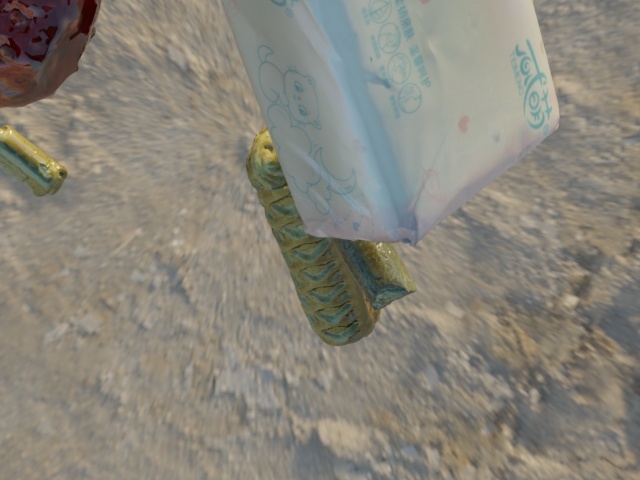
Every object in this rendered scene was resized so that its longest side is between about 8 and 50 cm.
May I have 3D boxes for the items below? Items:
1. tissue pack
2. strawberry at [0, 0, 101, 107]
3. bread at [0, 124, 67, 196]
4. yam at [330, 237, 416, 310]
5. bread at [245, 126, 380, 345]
[{"bbox_3d":[0.043,-0.158,1.046,0.201,0.124,0.271,-36,121,-30],"label":"tissue pack"},{"bbox_3d":[-0.254,-0.222,0.929,0.261,0.257,0.261,-10,137,-10],"label":"strawberry"},{"bbox_3d":[-0.281,-0.077,1.478,0.088,0.049,0.034,37,54,-12],"label":"bread"},{"bbox_3d":[0.038,0.009,1.241,0.043,0.043,0.094,-29,80,0],"label":"yam"},{"bbox_3d":[-0.001,0.000,1.557,0.077,0.367,0.084,6,60,18],"label":"bread"}]
